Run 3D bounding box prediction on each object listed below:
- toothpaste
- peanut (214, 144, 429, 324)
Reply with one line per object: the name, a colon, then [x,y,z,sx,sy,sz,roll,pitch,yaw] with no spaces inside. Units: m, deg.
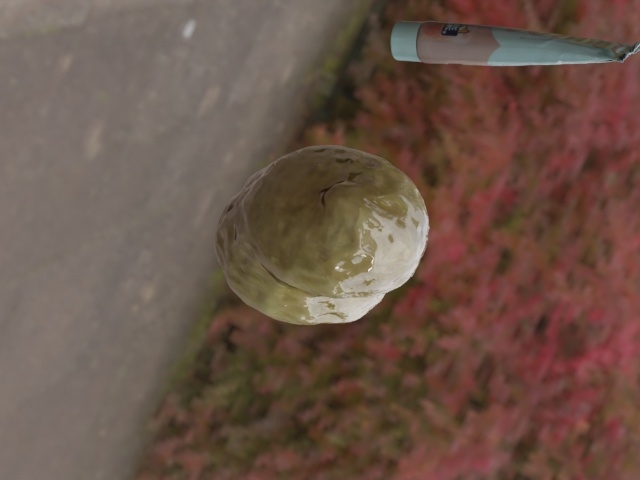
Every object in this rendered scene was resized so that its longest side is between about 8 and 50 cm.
toothpaste: [0.159,-0.161,1.511,0.056,0.205,0.036,-40,131,-59]
peanut: [0.000,0.000,1.915,0.169,0.192,0.387,-41,-174,-16]
